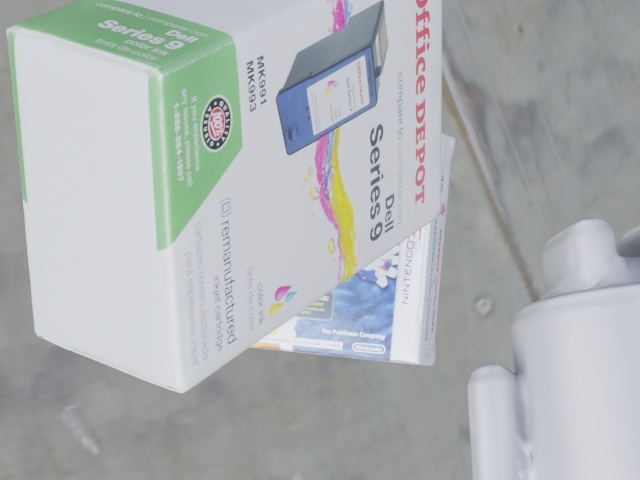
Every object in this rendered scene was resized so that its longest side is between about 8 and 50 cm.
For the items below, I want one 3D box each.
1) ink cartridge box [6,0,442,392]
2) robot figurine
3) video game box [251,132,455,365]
[{"bbox_3d":[-0.034,-0.050,0.780,0.093,0.212,0.154,17,122,31],"label":"ink cartridge box"},{"bbox_3d":[0.270,0.158,1.404,0.300,0.200,0.353,-4,81,-6],"label":"robot figurine"},{"bbox_3d":[0.000,0.000,1.362,0.205,0.048,0.187,4,85,22],"label":"video game box"}]
